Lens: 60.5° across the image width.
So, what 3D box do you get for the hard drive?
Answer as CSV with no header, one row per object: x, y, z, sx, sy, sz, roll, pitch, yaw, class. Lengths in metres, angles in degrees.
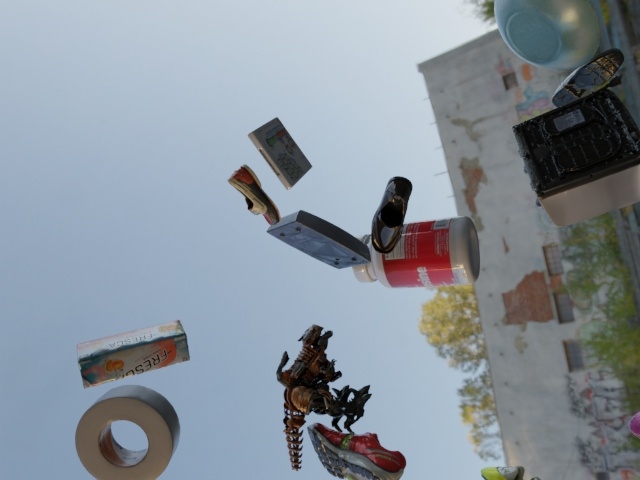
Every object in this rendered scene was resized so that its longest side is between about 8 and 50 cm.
0.000,0.000,1.482,0.254,0.172,0.054,28,-114,-26,hard drive

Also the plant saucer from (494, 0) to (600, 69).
0.365,-0.351,0.918,0.037,0.195,0.195,-48,-55,-10,plant saucer

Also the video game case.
-0.085,-0.196,1.213,0.143,0.019,0.157,54,-153,-11,video game case

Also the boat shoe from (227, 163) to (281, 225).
-0.114,-0.071,0.959,0.043,0.049,0.137,-47,-47,-18,boat shoe

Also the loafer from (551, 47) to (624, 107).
0.572,-0.357,1.181,0.062,0.170,0.061,37,-125,-11,loafer

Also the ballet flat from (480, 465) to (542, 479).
0.495,0.599,1.337,0.077,0.231,0.077,11,-83,-35,ballet flat

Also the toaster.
0.412,-0.134,0.860,0.110,0.185,0.168,45,-148,-44,toaster

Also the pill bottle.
0.321,0.048,1.882,0.229,0.407,0.229,20,-113,-60,pill bottle

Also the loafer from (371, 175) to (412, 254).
0.161,-0.048,1.317,0.078,0.080,0.220,-64,-15,-51,loafer

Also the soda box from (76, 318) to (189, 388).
-0.328,0.198,0.970,0.183,0.063,0.058,-12,-66,-21,soda box

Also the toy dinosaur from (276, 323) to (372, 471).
-0.017,0.378,1.341,0.218,0.164,0.322,20,-88,-16,toy dinosaur

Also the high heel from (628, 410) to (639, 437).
0.457,0.151,0.605,0.117,0.244,0.082,61,-147,-9,high heel

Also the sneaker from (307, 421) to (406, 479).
0.082,0.485,1.266,0.118,0.278,0.108,-30,-63,-34,sneaker

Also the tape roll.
-0.435,0.444,1.248,0.072,0.219,0.219,-78,-31,-82,tape roll
